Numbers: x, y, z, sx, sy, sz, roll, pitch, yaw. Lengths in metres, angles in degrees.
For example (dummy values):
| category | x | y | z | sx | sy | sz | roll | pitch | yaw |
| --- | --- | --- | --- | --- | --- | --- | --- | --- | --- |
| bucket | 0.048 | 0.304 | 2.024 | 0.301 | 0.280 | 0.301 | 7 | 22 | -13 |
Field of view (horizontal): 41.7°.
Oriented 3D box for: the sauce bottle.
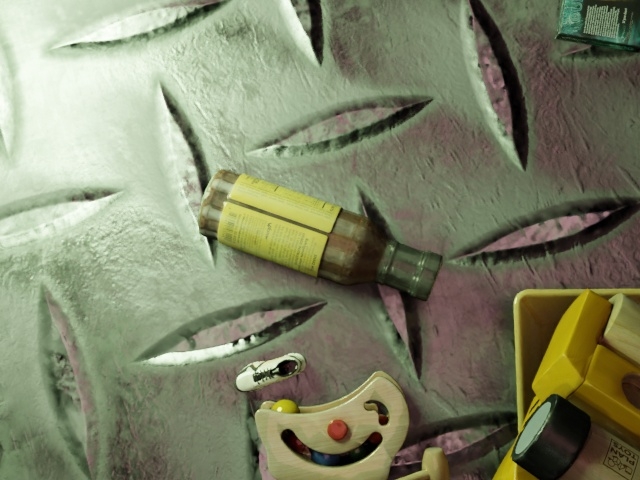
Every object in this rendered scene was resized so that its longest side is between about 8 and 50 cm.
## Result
| category | x | y | z | sx | sy | sz | roll | pitch | yaw |
| --- | --- | --- | --- | --- | --- | --- | --- | --- | --- |
| sauce bottle | 0.000 | 0.000 | 1.199 | 0.344 | 0.111 | 0.111 | 21 | 85 | 5 |

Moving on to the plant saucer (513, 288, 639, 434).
| category | x | y | z | sx | sy | sz | roll | pitch | yaw |
| --- | --- | --- | --- | --- | --- | --- | --- | --- | --- |
| plant saucer | 0.433 | 0.234 | 1.165 | 0.333 | 0.081 | 0.332 | -1 | 83 | 2 |

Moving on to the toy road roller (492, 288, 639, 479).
| category | x | y | z | sx | sy | sz | roll | pitch | yaw |
| --- | --- | --- | --- | --- | --- | --- | --- | --- | --- |
| toy road roller | 0.339 | 0.250 | 1.056 | 0.202 | 0.240 | 0.329 | 33 | 49 | 6 |

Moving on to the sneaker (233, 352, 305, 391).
| category | x | y | z | sx | sy | sz | roll | pitch | yaw |
| --- | --- | --- | --- | --- | --- | --- | --- | --- | --- |
| sneaker | -0.076 | 0.190 | 1.216 | 0.109 | 0.044 | 0.040 | -22 | 85 | 2 |

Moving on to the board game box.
| category | x | y | z | sx | sy | sz | roll | pitch | yaw |
| --- | --- | --- | --- | --- | --- | --- | --- | --- | --- |
| board game box | 0.431 | -0.384 | 1.261 | 0.126 | 0.026 | 0.186 | 11 | 85 | 5 |

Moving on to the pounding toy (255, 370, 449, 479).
| category | x | y | z | sx | sy | sz | roll | pitch | yaw |
| --- | --- | --- | --- | --- | --- | --- | --- | --- | --- |
| pounding toy | 0.044 | 0.260 | 1.144 | 0.270 | 0.155 | 0.154 | 3 | 88 | 4 |
